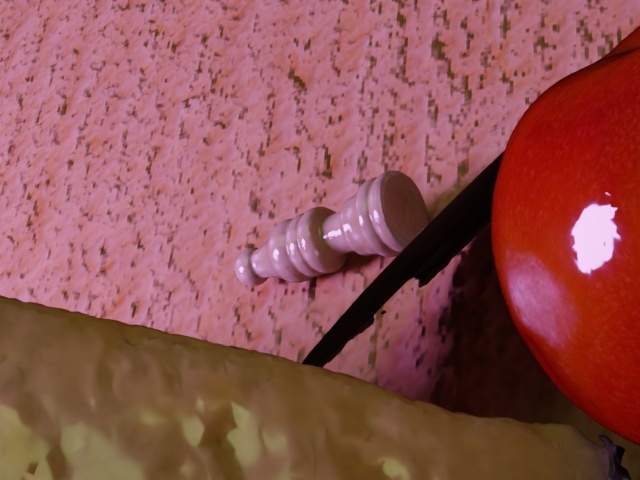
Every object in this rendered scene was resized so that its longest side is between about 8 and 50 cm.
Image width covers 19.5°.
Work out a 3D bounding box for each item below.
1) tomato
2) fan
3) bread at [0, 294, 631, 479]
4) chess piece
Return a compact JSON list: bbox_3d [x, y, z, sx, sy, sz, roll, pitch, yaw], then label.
[{"bbox_3d":[0.146,-0.015,0.549,0.195,0.136,0.195,-32,6,4],"label":"tomato"},{"bbox_3d":[0.009,0.035,0.701,0.310,0.010,0.182,-46,-8,20],"label":"fan"},{"bbox_3d":[-0.048,0.192,0.586,0.405,0.242,0.345,7,60,10],"label":"bread"},{"bbox_3d":[0.000,0.000,0.797,0.092,0.035,0.035,-20,40,36],"label":"chess piece"}]
